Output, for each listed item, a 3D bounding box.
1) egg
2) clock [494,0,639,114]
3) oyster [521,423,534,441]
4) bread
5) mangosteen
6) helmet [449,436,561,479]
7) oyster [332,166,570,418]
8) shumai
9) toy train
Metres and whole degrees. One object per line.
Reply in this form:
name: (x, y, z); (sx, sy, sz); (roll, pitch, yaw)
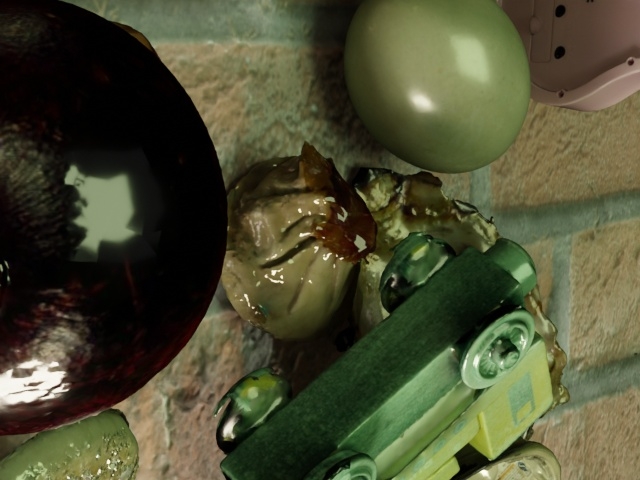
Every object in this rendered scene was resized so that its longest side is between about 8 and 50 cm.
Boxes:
egg: (0.121, -0.174, 1.619); (0.253, 0.187, 0.186); (47, 56, -50)
clock: (0.326, -0.297, 1.833); (0.080, 0.275, 0.290); (5, 85, -51)
oyster: (0.184, 0.226, 1.859); (0.163, 0.081, 0.191); (6, 98, -30)
bread: (-0.230, 0.232, 1.151); (0.267, 0.040, 0.267); (-43, 162, -17)
mangosteen: (-0.214, -0.025, 1.089); (0.347, 0.307, 0.306); (-70, 155, -74)
helmet: (0.142, 0.259, 1.731); (0.204, 0.137, 0.257); (-45, 148, 11)
oyster: (0.149, 0.065, 1.715); (0.361, 0.096, 0.221); (25, 82, -28)
shumai: (0.000, 0.000, 1.507); (0.201, 0.120, 0.201); (7, 81, -46)
toy train: (0.067, 0.173, 1.505); (0.397, 0.160, 0.253); (-40, 146, -16)
